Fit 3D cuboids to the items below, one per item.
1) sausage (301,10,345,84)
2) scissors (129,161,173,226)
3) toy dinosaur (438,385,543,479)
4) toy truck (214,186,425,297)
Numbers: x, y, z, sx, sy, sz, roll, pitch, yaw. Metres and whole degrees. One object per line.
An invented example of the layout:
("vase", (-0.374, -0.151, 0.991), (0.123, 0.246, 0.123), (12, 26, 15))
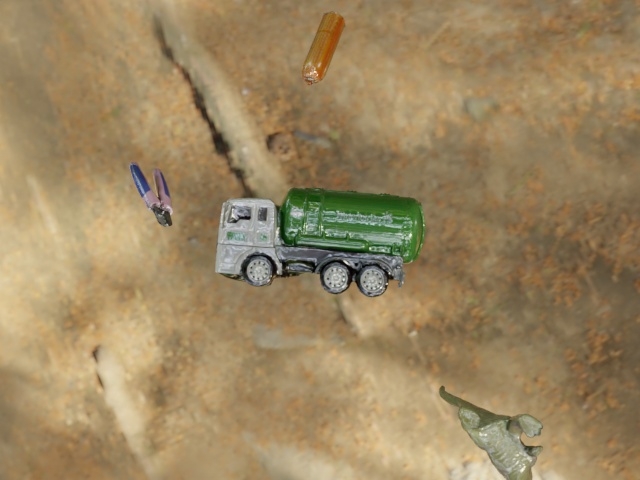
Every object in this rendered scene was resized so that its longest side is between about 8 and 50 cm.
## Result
("sausage", (0.001, -0.220, 1.458), (0.031, 0.107, 0.031), (13, 147, 9))
("scissors", (-0.173, -0.047, 1.303), (0.012, 0.039, 0.113), (-60, 32, 24))
("toy dinosaur", (0.215, 0.254, 1.611), (0.251, 0.072, 0.199), (44, 164, 27))
("toy truck", (0.000, 0.000, 1.466), (0.101, 0.243, 0.124), (0, -86, -88))
